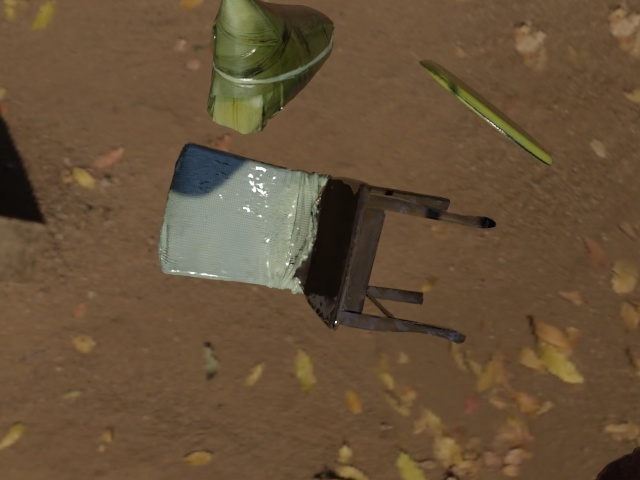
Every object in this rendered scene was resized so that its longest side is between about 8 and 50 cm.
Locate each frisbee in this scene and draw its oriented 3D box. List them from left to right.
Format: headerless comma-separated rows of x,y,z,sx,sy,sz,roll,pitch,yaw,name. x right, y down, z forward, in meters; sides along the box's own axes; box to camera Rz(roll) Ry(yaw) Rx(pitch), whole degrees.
0.235,-0.183,1.660,0.236,0.236,0.017,44,103,22,frisbee

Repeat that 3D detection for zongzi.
-0.027,-0.133,0.700,0.052,0.113,0.104,21,51,18,zongzi

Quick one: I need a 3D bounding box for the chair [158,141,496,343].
0.000,0.000,1.276,0.319,0.186,0.160,11,100,-17,chair

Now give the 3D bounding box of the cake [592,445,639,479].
0.290,0.176,0.664,0.283,0.177,0.151,-32,112,9,cake
